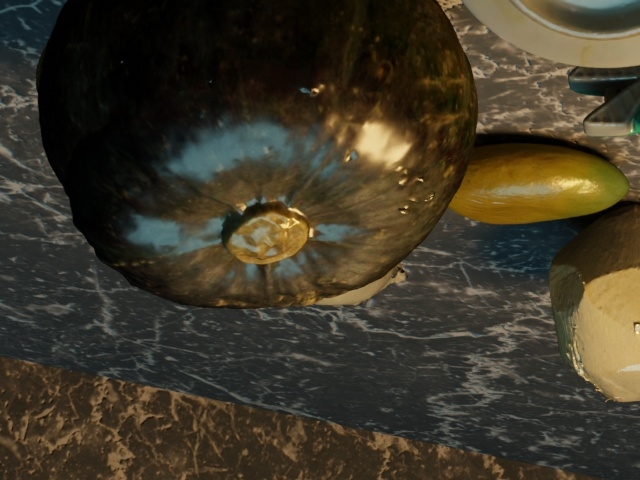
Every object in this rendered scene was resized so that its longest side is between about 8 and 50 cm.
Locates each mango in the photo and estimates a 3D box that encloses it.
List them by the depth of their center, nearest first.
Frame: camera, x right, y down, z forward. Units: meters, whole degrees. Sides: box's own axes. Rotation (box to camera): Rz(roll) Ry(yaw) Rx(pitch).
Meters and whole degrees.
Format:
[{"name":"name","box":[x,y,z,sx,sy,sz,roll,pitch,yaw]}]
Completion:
[{"name":"mango","box":[0.265,-0.075,2.059,0.237,0.091,0.137,-6,161,18]}]

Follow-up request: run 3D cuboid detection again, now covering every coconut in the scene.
[{"name":"coconut","box":[0.427,0.077,2.199,0.245,0.247,0.245,-13,-167,3]}]

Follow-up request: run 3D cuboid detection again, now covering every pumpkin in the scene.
[{"name":"pumpkin","box":[-0.065,-0.133,1.651,0.454,0.344,0.454,-1,142,-1]}]

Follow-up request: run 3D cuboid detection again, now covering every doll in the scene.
[{"name":"doll","box":[0.373,-0.195,1.646,0.195,0.258,0.153,46,176,23]}]

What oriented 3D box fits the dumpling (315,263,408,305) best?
[{"name":"dumpling","box":[-0.004,0.004,2.281,0.227,0.175,0.243,28,156,34]}]

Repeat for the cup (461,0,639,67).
[{"name":"cup","box":[0.225,-0.268,1.269,0.347,0.163,0.347,7,132,8]}]
